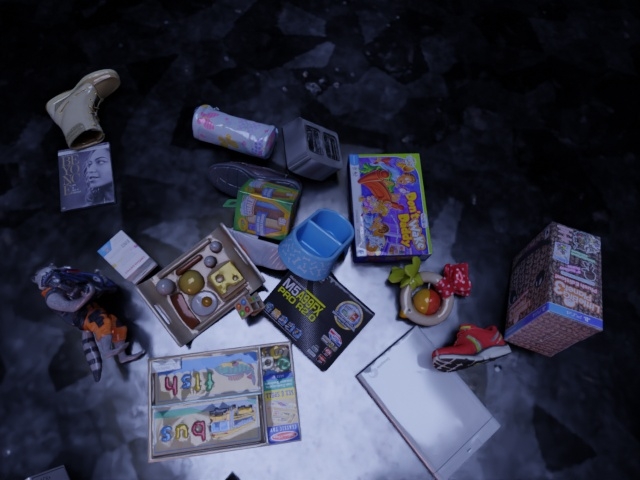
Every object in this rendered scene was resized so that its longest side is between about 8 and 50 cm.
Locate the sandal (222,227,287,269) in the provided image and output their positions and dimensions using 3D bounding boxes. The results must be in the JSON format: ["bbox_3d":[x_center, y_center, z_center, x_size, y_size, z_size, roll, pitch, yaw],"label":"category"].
[{"bbox_3d":[-0.197,0.026,1.331,0.265,0.076,0.102,17,111,14],"label":"sandal"}]

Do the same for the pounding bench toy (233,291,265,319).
[{"bbox_3d":[-0.213,0.195,1.242,0.083,0.065,0.052,-40,74,28],"label":"pounding bench toy"}]

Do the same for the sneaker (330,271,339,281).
[{"bbox_3d":[-0.001,0.114,1.333,0.071,0.066,0.188,-41,76,8],"label":"sneaker"}]

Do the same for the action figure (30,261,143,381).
[{"bbox_3d":[-0.632,0.188,1.133,0.178,0.341,0.330,-44,82,-8],"label":"action figure"}]

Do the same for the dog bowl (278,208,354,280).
[{"bbox_3d":[0.000,0.000,1.266,0.166,0.074,0.297,38,35,6],"label":"dog bowl"}]

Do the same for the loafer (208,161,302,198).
[{"bbox_3d":[-0.206,-0.191,1.410,0.303,0.109,0.095,13,29,2],"label":"loafer"}]

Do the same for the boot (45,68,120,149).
[{"bbox_3d":[-0.751,-0.432,1.440,0.262,0.095,0.203,-34,70,-9],"label":"boot"}]

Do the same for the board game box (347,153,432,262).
[{"bbox_3d":[0.214,-0.107,1.398,0.233,0.078,0.347,-2,72,-3],"label":"board game box"}]

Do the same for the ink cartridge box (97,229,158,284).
[{"bbox_3d":[-0.566,0.059,1.299,0.143,0.090,0.092,42,75,9],"label":"ink cartridge box"}]

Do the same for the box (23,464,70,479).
[{"bbox_3d":[-0.638,0.707,1.042,0.087,0.169,0.290,-31,75,-12],"label":"box"}]

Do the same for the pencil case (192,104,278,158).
[{"bbox_3d":[-0.282,-0.359,1.440,0.273,0.113,0.124,19,52,4],"label":"pencil case"}]

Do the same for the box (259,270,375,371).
[{"bbox_3d":[-0.013,0.204,1.260,0.270,0.060,0.216,42,95,10],"label":"box"}]

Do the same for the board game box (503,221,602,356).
[{"bbox_3d":[0.650,0.140,1.227,0.141,0.232,0.291,19,58,4],"label":"board game box"}]

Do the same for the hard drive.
[{"bbox_3d":[0.302,0.453,1.235,0.233,0.047,0.353,-36,77,-13],"label":"hard drive"}]

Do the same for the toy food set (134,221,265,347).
[{"bbox_3d":[-0.341,0.124,1.255,0.306,0.092,0.219,-38,89,-7],"label":"toy food set"}]

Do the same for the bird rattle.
[{"bbox_3d":[0.330,0.155,1.320,0.254,0.143,0.207,13,83,-12],"label":"bird rattle"}]

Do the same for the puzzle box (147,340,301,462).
[{"bbox_3d":[-0.267,0.440,1.208,0.409,0.052,0.272,-7,73,-5],"label":"puzzle box"}]

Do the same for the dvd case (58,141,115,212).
[{"bbox_3d":[-0.761,-0.209,1.415,0.165,0.018,0.221,-12,72,-6],"label":"dvd case"}]

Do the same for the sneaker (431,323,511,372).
[{"bbox_3d":[0.415,0.299,1.245,0.279,0.107,0.118,-1,59,-31],"label":"sneaker"}]

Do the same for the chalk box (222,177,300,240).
[{"bbox_3d":[-0.185,-0.101,1.322,0.213,0.132,0.132,14,27,0],"label":"chalk box"}]

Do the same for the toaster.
[{"bbox_3d":[-0.029,-0.284,1.394,0.168,0.110,0.185,10,65,-43],"label":"toaster"}]
